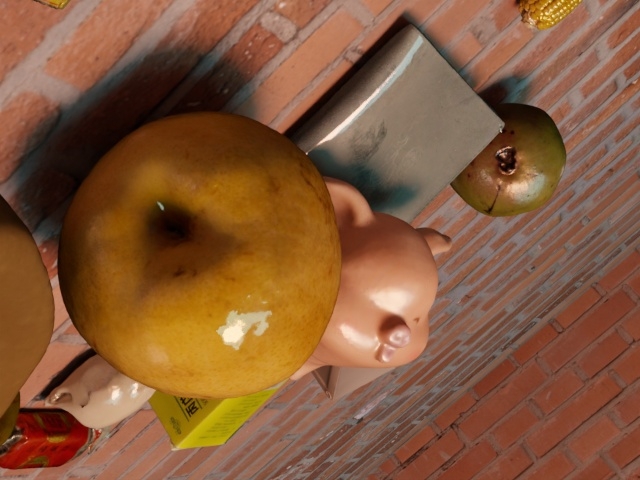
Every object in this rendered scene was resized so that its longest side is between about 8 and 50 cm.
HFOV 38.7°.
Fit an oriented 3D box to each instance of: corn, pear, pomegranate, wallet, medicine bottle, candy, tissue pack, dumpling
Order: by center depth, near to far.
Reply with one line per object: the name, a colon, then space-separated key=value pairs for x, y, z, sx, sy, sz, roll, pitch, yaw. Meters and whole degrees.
pear: x=-0.117 y=0.017 z=0.944 sx=0.314 sy=0.314 sz=0.314 roll=-31 pitch=155 yaw=-16
corn: x=0.342 y=-0.357 z=1.190 sx=0.206 sy=0.067 sz=0.067 roll=-45 pitch=155 yaw=10
wallet: x=0.098 y=-0.132 z=1.210 sx=0.251 sy=0.054 sz=0.290 roll=-44 pitch=144 yaw=11
dumpling: x=-0.292 y=0.208 z=1.302 sx=0.176 sy=0.092 sz=0.150 roll=-42 pitch=170 yaw=-3
candy: x=-0.404 y=0.286 z=1.311 sx=0.086 sy=0.059 sz=0.292 roll=-46 pitch=156 yaw=10
pomegranate: x=0.295 y=-0.127 z=1.402 sx=0.210 sy=0.179 sz=0.179 roll=-21 pitch=152 yaw=-51
medicine bottle: x=-0.143 y=0.198 z=1.418 sx=0.250 sy=0.137 sz=0.141 roll=-45 pitch=156 yaw=16
tissue pack: x=0.045 y=0.143 z=1.556 sx=0.136 sy=0.159 sz=0.246 roll=-27 pitch=155 yaw=-20

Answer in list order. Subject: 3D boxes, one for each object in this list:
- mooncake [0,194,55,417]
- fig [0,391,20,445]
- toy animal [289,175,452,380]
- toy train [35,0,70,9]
mooncake: x=-0.419 y=0.058 z=0.732 sx=0.378 sy=0.201 sz=0.378 roll=-33 pitch=153 yaw=-19
fig: x=-0.425 y=0.201 z=1.111 sx=0.124 sy=0.124 sz=0.236 roll=-31 pitch=179 yaw=-16
toy animal: x=0.014 y=0.058 z=1.192 sx=0.237 sy=0.326 sz=0.269 roll=24 pitch=102 yaw=-37
toy train: x=-0.244 y=-0.217 z=0.637 sx=0.081 sy=0.060 sz=0.202 roll=-41 pitch=157 yaw=24
